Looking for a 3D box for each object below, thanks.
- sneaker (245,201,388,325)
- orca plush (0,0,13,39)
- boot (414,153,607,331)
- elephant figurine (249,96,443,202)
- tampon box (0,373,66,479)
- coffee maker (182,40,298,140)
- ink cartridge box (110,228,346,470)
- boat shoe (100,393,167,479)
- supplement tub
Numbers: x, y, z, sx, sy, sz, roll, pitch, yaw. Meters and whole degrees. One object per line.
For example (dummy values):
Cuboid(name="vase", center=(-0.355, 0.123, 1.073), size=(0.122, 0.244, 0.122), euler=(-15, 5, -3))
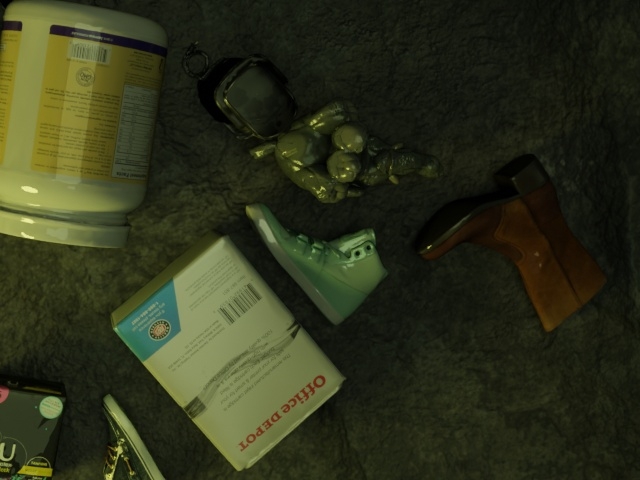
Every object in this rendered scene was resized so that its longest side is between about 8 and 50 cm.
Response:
Cuboid(name="sneaker", center=(0.000, 0.000, 1.893), size=(0.151, 0.094, 0.256), euler=(-41, 113, 0))
Cuboid(name="orca plush", center=(-0.510, -0.429, 1.723), size=(0.151, 0.102, 0.287), euler=(-20, 100, -10))
Cuboid(name="boot", center=(0.323, 0.035, 1.997), size=(0.264, 0.096, 0.280), euler=(-37, 110, -15))
Cuboid(name="elephant figurine", center=(0.049, -0.128, 1.874), size=(0.169, 0.239, 0.186), euler=(-47, 69, 18))
Cuboid(name="tampon box", center=(-0.464, 0.298, 1.812), size=(0.120, 0.101, 0.161), euler=(10, 93, -15))
Cuboid(name="coffee maker", center=(-0.129, -0.226, 1.796), size=(0.171, 0.178, 0.120), euler=(22, 90, -15))
Cuboid(name="ink cartridge box", center=(-0.147, 0.170, 1.860), size=(0.223, 0.129, 0.307), euler=(-40, 103, -7))
Cuboid(name="boat shoe", center=(-0.318, 0.338, 1.870), size=(0.083, 0.065, 0.183), euler=(-30, 103, -10))
Cuboid(name="supplement tub", center=(-0.359, -0.169, 1.716), size=(0.241, 0.241, 0.331), euler=(8, 94, -14))
